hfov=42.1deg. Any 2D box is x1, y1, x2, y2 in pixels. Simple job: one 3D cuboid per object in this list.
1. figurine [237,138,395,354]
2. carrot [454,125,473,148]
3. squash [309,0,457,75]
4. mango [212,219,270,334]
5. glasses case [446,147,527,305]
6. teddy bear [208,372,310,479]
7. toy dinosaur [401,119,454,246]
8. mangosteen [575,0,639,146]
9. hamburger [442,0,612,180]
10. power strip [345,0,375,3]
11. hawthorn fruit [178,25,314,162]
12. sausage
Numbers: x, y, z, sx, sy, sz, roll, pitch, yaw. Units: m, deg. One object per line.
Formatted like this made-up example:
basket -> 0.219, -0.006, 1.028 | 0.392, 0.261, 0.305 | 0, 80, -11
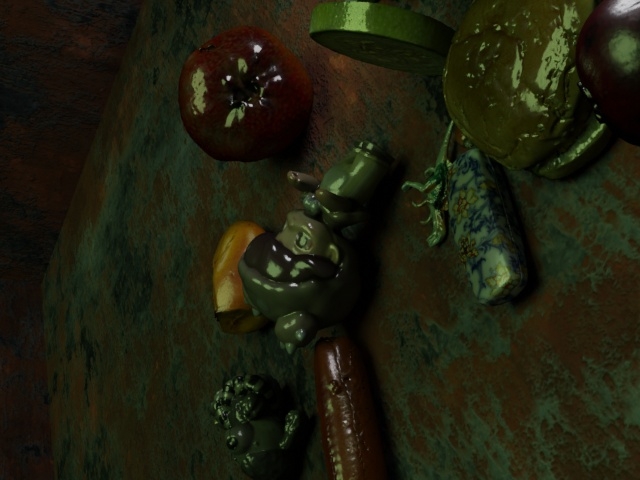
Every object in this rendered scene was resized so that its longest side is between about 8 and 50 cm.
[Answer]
figurine -> 0.000, -0.001, 1.461 | 0.248, 0.203, 0.381 | 37, 99, 52
carrot -> 0.219, -0.175, 1.265 | 0.035, 0.035, 0.142 | -59, 13, 30
squash -> 0.106, -0.313, 1.316 | 0.252, 0.252, 0.049 | 13, 90, 61
mango -> -0.161, 0.061, 1.767 | 0.187, 0.137, 0.257 | 117, 157, -60
glasses case -> 0.229, -0.023, 1.169 | 0.087, 0.065, 0.248 | -42, 41, 39
teddy bear -> -0.111, 0.347, 1.556 | 0.171, 0.144, 0.251 | -53, 37, 12
toy dinosaur -> 0.194, -0.089, 1.297 | 0.187, 0.044, 0.106 | -57, 46, 10
mangosteen -> 0.377, -0.198, 0.893 | 0.200, 0.199, 0.200 | -32, 52, 52
hamburger -> 0.276, -0.230, 1.103 | 0.266, 0.134, 0.285 | -67, 28, 15
power strip -> 0.115, -0.519, 1.580 | 0.216, 0.061, 0.145 | -53, 36, 38
hawthorn fruit -> -0.167, -0.293, 1.813 | 0.369, 0.284, 0.285 | 127, 150, -75
sausage -> 0.046, 0.298, 1.337 | 0.102, 0.102, 0.331 | -49, 38, 41
